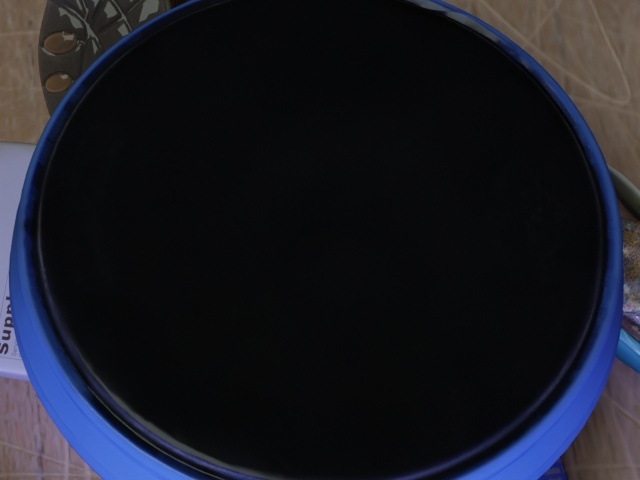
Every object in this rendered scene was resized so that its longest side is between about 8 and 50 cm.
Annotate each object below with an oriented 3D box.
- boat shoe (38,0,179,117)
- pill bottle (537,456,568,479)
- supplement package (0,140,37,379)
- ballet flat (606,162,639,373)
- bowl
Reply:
[{"bbox_3d":[-0.166,-0.211,1.059,0.123,0.116,0.324,3,102,11],"label":"boat shoe"},{"bbox_3d":[0.090,0.154,0.870,0.152,0.152,0.272,-21,73,16],"label":"pill bottle"},{"bbox_3d":[-0.140,0.033,0.967,0.293,0.177,0.175,5,81,22],"label":"supplement package"},{"bbox_3d":[0.139,-0.034,0.913,0.349,0.123,0.123,34,93,20],"label":"ballet flat"},{"bbox_3d":[0.000,0.000,0.781,0.391,0.077,0.391,1,63,-2],"label":"bowl"}]
